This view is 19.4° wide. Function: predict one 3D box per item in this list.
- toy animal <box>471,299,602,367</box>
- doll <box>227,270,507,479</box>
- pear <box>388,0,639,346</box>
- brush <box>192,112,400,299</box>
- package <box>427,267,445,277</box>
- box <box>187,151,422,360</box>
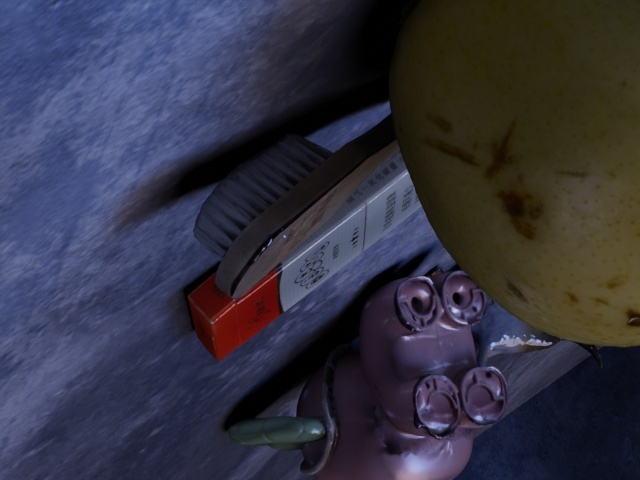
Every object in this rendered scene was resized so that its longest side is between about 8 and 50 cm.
[{"bbox_3d":[0.217,0.107,2.110,0.160,0.197,0.272,-46,178,-28],"label":"toy animal"},{"bbox_3d":[0.061,0.162,1.980,0.284,0.216,0.268,-4,171,-40],"label":"doll"},{"bbox_3d":[0.198,-0.083,1.252,0.309,0.309,0.309,-37,166,-10],"label":"pear"},{"bbox_3d":[0.015,-0.067,1.323,0.327,0.065,0.070,-40,164,-43],"label":"brush"},{"bbox_3d":[0.103,0.076,2.058,0.110,0.033,0.077,-52,142,2],"label":"package"},{"bbox_3d":[0.000,0.000,1.523,0.245,0.035,0.139,-37,167,-9],"label":"box"}]
